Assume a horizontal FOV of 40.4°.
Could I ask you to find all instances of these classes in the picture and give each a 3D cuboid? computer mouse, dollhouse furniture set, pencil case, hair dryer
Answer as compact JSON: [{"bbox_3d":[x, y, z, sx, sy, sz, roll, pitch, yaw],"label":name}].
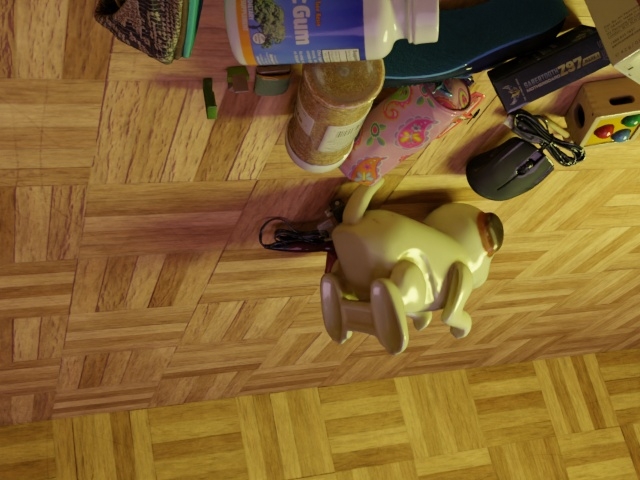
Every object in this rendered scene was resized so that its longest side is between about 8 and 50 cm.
[{"bbox_3d":[0.396,-0.152,1.817,0.189,0.072,0.272,30,148,-14],"label":"computer mouse"},{"bbox_3d":[-0.115,-0.242,1.430,0.152,0.058,0.076,-7,157,-12],"label":"dollhouse furniture set"},{"bbox_3d":[0.143,-0.210,1.562,0.124,0.124,0.284,5,151,-35],"label":"pencil case"},{"bbox_3d":[0.000,0.000,2.040,0.224,0.080,0.293,-15,143,15],"label":"hair dryer"}]

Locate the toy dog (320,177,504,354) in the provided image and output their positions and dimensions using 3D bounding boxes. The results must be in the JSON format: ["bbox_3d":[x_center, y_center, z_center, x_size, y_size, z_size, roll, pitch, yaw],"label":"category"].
[{"bbox_3d":[0.218,0.040,1.969,0.408,0.395,0.285,-15,-179,-34],"label":"toy dog"}]

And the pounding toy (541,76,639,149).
[{"bbox_3d":[0.548,-0.228,1.763,0.181,0.094,0.206,-10,156,-7],"label":"pounding toy"}]

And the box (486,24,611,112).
[{"bbox_3d":[0.370,-0.284,1.421,0.183,0.059,0.232,-25,-170,15],"label":"box"}]

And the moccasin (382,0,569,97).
[{"bbox_3d":[0.228,-0.297,1.391,0.342,0.137,0.117,-11,161,-1],"label":"moccasin"}]

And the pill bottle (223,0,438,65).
[{"bbox_3d":[0.018,-0.314,1.156,0.272,0.152,0.152,-2,158,6],"label":"pill bottle"}]

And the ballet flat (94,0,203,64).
[{"bbox_3d":[-0.180,-0.381,0.993,0.182,0.164,0.483,18,149,-15],"label":"ballet flat"}]

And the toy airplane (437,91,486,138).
[{"bbox_3d":[0.237,-0.244,1.647,0.151,0.028,0.151,-11,155,-5],"label":"toy airplane"}]

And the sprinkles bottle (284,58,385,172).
[{"bbox_3d":[0.015,-0.209,1.396,0.121,0.121,0.355,-9,171,-8],"label":"sprinkles bottle"}]

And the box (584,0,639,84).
[{"bbox_3d":[0.470,-0.355,1.258,0.149,0.232,0.127,12,146,-44],"label":"box"}]
